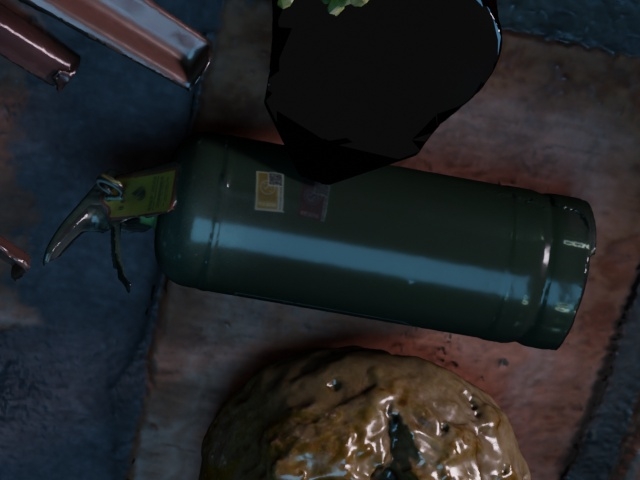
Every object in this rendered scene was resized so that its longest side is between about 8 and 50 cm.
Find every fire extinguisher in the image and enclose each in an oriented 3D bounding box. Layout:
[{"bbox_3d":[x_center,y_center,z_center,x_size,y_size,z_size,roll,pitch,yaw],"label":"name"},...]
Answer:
[{"bbox_3d":[0.000,0.000,0.862,0.311,0.114,0.095,11,154,-5],"label":"fire extinguisher"}]

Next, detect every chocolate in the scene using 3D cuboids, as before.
[{"bbox_3d":[0.025,-0.115,0.814,0.125,0.080,0.149,39,121,-8],"label":"chocolate"}]

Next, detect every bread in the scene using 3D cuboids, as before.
[{"bbox_3d":[0.024,0.178,0.961,0.230,0.123,0.230,1,121,2],"label":"bread"}]

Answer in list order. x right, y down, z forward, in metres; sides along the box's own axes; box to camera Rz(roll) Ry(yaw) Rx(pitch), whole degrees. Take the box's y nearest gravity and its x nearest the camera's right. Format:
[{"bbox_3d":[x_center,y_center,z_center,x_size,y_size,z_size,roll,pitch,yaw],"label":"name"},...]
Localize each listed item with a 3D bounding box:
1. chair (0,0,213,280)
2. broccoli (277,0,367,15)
[{"bbox_3d":[-0.230,-0.162,0.703,0.326,0.183,0.175,31,118,-25],"label":"chair"},{"bbox_3d":[0.009,-0.217,0.704,0.176,0.226,0.198,-19,96,31],"label":"broccoli"}]
